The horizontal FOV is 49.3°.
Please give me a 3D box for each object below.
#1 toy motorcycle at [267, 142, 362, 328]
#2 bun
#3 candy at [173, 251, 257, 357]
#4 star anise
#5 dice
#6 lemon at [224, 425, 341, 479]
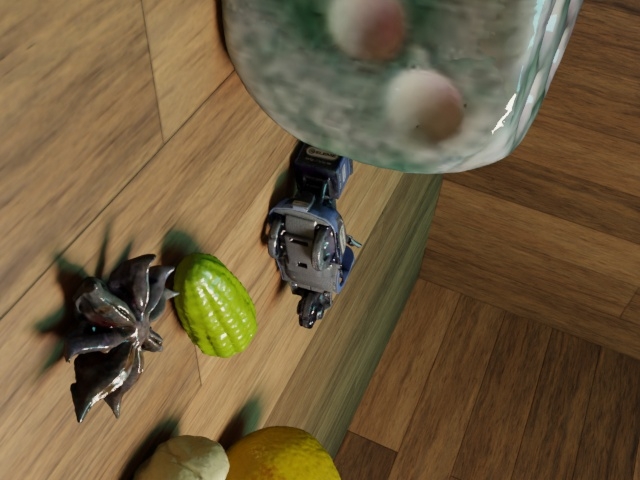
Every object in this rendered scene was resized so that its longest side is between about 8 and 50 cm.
[{"bbox_3d":[0.000,0.000,1.222,0.358,0.125,0.212,85,24,-54],"label":"toy motorcycle"},{"bbox_3d":[-0.207,0.348,0.984,0.164,0.111,0.188,-57,176,27],"label":"bun"},{"bbox_3d":[-0.138,0.077,0.878,0.209,0.097,0.096,80,33,-60],"label":"candy"},{"bbox_3d":[-0.205,0.096,0.698,0.204,0.061,0.180,33,73,-79],"label":"star anise"},{"bbox_3d":[0.111,-0.291,0.768,0.330,0.348,0.328,-57,160,-46],"label":"dice"},{"bbox_3d":[-0.088,0.479,1.314,0.267,0.267,0.267,20,90,-76],"label":"lemon"}]
